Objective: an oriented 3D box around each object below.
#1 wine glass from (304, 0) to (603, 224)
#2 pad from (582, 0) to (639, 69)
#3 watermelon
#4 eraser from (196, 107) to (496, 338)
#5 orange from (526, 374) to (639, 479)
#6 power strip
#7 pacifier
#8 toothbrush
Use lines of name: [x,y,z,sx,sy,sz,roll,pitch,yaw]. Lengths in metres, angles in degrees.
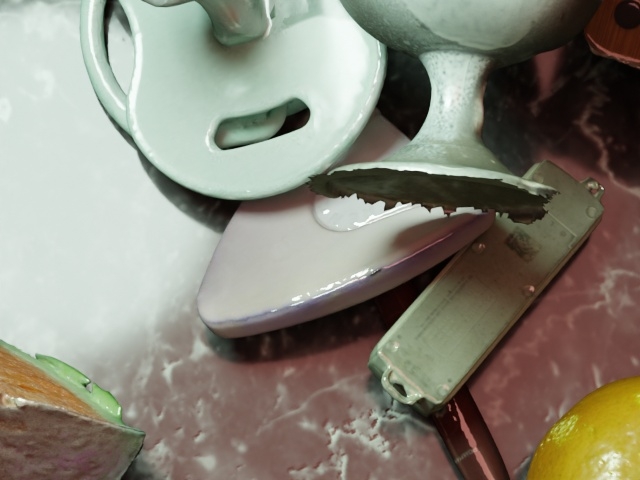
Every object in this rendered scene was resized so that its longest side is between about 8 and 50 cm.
wine glass: [0.110,-0.186,1.540,0.238,0.238,0.323,4,81,1]
pad: [0.371,-0.247,1.555,0.284,0.018,0.286,18,108,11]
watermelon: [-0.346,0.121,1.614,0.292,0.319,0.222,25,39,-31]
eraser: [0.000,0.001,1.679,0.243,0.059,0.204,-39,50,-7]
orange: [0.245,0.212,1.578,0.158,0.179,0.237,20,70,-6]
power strip: [0.140,0.040,1.669,0.078,0.052,0.272,40,68,5]
pacifier: [-0.102,-0.208,1.654,0.288,0.269,0.343,-18,72,18]
toothbrush: [0.124,0.167,1.669,0.041,0.041,0.364,-25,77,-6]
